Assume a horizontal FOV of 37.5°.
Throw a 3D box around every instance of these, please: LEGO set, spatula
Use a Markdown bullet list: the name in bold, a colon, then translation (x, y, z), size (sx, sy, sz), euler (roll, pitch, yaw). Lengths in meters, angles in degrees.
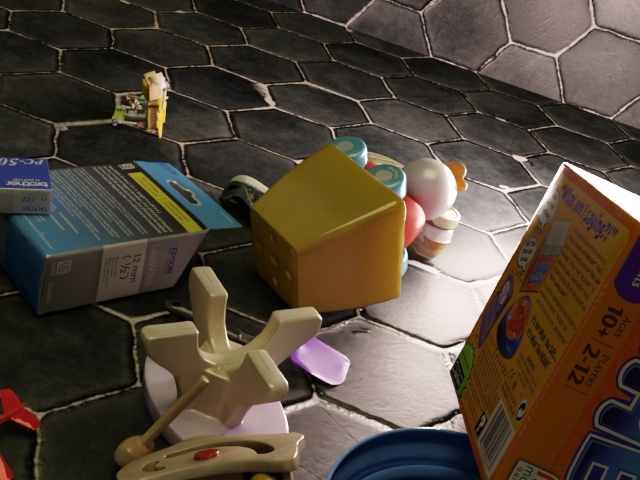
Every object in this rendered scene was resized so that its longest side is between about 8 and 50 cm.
- **LEGO set**: translation (-0.378, -0.284, 1.948), size (0.107, 0.132, 0.287), euler (6, 7, -7)
- **spatula**: translation (-0.098, 0.147, 1.425), size (0.296, 0.030, 0.084), euler (18, 30, 3)

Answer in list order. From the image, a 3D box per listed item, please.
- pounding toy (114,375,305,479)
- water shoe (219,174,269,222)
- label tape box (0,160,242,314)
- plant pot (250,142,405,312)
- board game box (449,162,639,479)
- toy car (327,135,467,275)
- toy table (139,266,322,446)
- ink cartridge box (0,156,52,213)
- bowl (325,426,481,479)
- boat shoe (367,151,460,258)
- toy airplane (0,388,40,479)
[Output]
- **pounding toy**: translation (-0.142, 0.244, 1.052), size (0.269, 0.155, 0.154), euler (-7, 5, 26)
- **water shoe**: translation (-0.094, -0.047, 1.761), size (0.203, 0.073, 0.080), euler (25, 56, 16)
- **label tape box**: translation (-0.341, -0.020, 1.515), size (0.347, 0.115, 0.249), euler (-9, 36, -41)
- **plant pot**: translation (0.000, 0.000, 1.572), size (0.187, 0.212, 0.212), euler (-25, 46, -26)
- **board game box**: translation (0.420, 0.161, 1.203), size (0.356, 0.356, 0.356), euler (24, 15, -6)
- **toy car**: translation (0.152, -0.092, 1.714), size (0.238, 0.219, 0.210), euler (-28, 46, -23)
- **toy table**: translation (-0.129, 0.166, 1.240), size (0.252, 0.161, 0.274), euler (-12, 40, -42)
- **ink cartridge box**: translation (-0.505, -0.083, 1.384), size (0.207, 0.046, 0.097), euler (1, 33, -22)
- **bowl**: translation (0.178, 0.379, 1.105), size (0.391, 0.077, 0.391), euler (12, 28, -7)
- **boat shoe**: translation (0.154, -0.076, 1.880), size (0.113, 0.103, 0.302), euler (4, 29, -33)
- **toy airplane**: translation (-0.395, 0.223, 1.116), size (0.151, 0.028, 0.151), euler (27, 26, -14)
